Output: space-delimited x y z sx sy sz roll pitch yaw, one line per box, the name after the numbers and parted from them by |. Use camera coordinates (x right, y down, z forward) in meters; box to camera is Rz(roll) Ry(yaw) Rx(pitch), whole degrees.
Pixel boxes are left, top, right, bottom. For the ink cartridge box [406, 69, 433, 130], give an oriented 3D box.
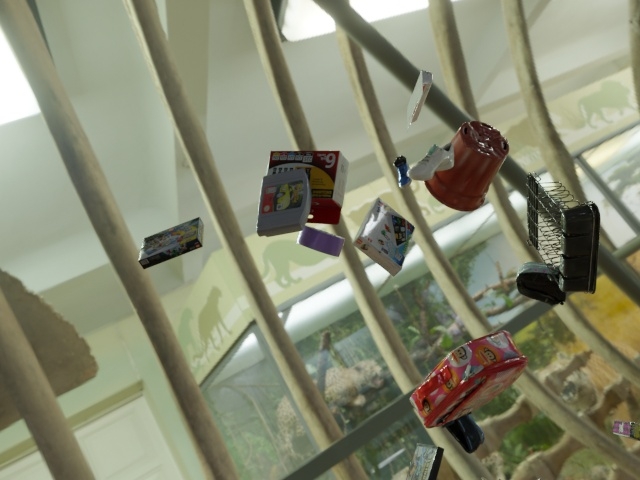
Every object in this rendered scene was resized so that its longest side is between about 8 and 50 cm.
0.401 -0.558 2.158 0.056 0.225 0.181 14 -49 -5 | ink cartridge box

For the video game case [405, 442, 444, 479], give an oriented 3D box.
0.400 0.960 2.146 0.248 0.035 0.275 118 175 -70 | video game case

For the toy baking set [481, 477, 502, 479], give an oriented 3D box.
0.647 0.882 1.797 0.030 0.256 0.196 -45 -19 9 | toy baking set

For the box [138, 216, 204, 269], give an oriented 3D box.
-0.545 0.007 1.969 0.233 0.159 0.044 -21 -58 4 | box

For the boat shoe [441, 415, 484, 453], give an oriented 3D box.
0.434 0.586 1.768 0.089 0.258 0.109 -37 -17 -37 | boat shoe

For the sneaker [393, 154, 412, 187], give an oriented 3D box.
0.314 -0.271 2.068 0.058 0.085 0.152 -19 33 27 | sneaker

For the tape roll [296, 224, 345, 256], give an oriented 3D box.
0.000 0.000 2.182 0.189 0.188 0.080 14 -84 -68 | tape roll

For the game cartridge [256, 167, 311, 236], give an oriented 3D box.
-0.131 -0.148 1.994 0.195 0.294 0.060 -8 -40 11 | game cartridge

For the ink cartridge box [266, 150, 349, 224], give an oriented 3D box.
-0.062 -0.215 2.160 0.309 0.272 0.130 3 -13 22 | ink cartridge box

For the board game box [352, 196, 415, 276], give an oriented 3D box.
0.241 -0.021 1.975 0.053 0.193 0.305 -48 6 36 | board game box

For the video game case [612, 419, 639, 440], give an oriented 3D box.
0.844 0.484 1.295 0.232 0.210 0.042 40 -118 -64 | video game case

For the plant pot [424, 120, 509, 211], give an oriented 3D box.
0.578 -0.299 2.077 0.272 0.272 0.265 -22 -27 -31 | plant pot

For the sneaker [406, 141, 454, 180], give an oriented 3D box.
0.355 -0.261 1.720 0.212 0.080 0.094 -28 -46 -36 | sneaker

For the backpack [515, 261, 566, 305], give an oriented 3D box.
0.828 0.152 2.002 0.181 0.152 0.115 7 27 26 | backpack

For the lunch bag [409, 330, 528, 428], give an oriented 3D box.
0.361 0.361 1.370 0.258 0.120 0.293 -7 -39 -30 | lunch bag

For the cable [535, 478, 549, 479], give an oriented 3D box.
0.584 0.783 1.379 0.089 0.257 0.257 12 -51 -10 | cable

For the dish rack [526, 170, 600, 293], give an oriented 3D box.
0.520 -0.029 1.180 0.074 0.208 0.272 -8 28 5 | dish rack
